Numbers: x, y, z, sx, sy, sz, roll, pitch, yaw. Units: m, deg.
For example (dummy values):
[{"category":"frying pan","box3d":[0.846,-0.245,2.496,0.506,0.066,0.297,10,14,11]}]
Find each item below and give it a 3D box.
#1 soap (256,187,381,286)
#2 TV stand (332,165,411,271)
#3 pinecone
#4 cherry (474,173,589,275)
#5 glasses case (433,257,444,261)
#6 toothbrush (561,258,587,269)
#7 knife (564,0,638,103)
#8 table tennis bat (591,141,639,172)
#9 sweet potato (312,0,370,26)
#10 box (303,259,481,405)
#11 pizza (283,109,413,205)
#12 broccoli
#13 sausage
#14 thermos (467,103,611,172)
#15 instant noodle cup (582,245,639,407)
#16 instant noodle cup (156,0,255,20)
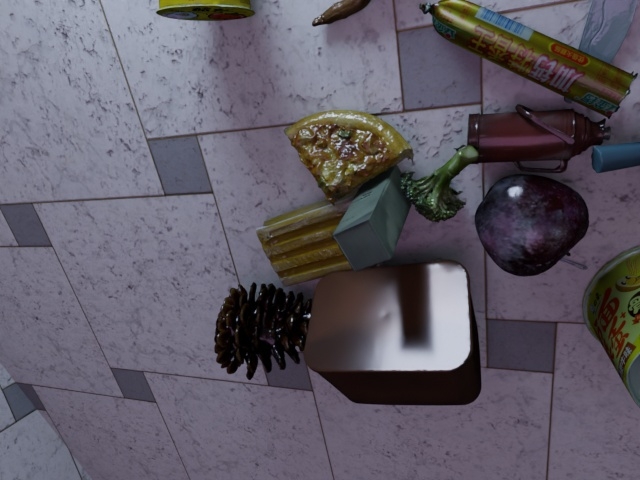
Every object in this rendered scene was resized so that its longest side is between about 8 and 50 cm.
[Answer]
[{"category":"soap","box3d":[0.000,0.000,1.071,0.273,0.089,0.174,-16,113,27]},{"category":"TV stand","box3d":[0.110,-0.052,0.891,0.082,0.270,0.088,-22,108,29]},{"category":"pinecone","box3d":[-0.129,0.225,1.161,0.291,0.246,0.247,-5,116,11]},{"category":"cherry","box3d":[0.387,-0.033,0.860,0.194,0.195,0.195,9,120,16]},{"category":"glasses case","box3d":[0.290,0.074,1.043,0.083,0.021,0.032,41,123,-4]},{"category":"toothbrush","box3d":[0.491,0.036,0.953,0.131,0.013,0.011,21,133,8]},{"category":"knife","box3d":[0.459,-0.384,0.723,0.079,0.044,0.332,4,124,16]},{"category":"table tennis bat","box3d":[0.623,-0.160,0.743,0.328,0.044,0.215,-9,117,9]},{"category":"sweet potato","box3d":[0.072,-0.450,0.823,0.214,0.050,0.050,-31,104,37]},{"category":"box","box3d":[0.172,0.218,1.006,0.338,0.240,0.229,-8,140,23]},{"category":"pizza","box3d":[0.039,-0.172,0.928,0.291,0.058,0.198,18,89,22]},{"category":"broccoli","box3d":[0.234,-0.114,0.865,0.123,0.118,0.204,62,163,16]},{"category":"sausage","box3d":[0.332,-0.324,0.766,0.371,0.082,0.082,29,124,8]},{"category":"thermos","box3d":[0.386,-0.182,0.820,0.231,0.099,0.124,3,115,20]},{"category":"instant noodle cup","box3d":[0.672,0.179,0.840,0.310,0.222,0.312,8,120,15]},{"category":"instant noodle cup","box3d":[-0.217,-0.493,0.839,0.182,0.182,0.145,4,109,18]}]
